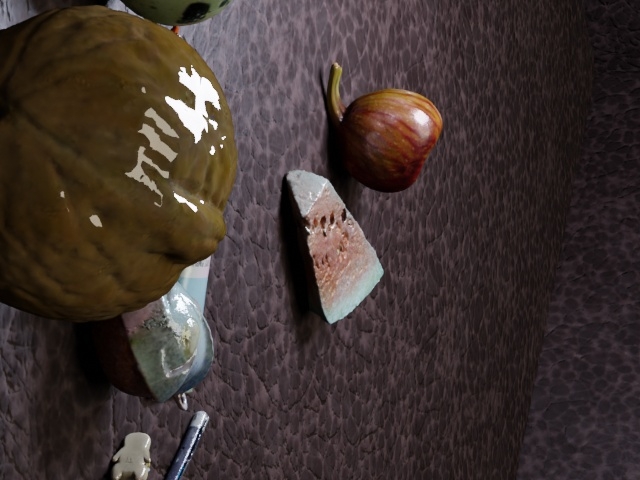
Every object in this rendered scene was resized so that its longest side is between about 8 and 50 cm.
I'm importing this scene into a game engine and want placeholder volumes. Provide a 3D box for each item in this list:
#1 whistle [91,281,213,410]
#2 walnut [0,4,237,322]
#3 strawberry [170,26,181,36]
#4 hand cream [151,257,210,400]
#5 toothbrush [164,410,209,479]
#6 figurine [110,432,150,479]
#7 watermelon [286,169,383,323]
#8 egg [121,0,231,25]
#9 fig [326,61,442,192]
[{"bbox_3d":[-0.219,0.057,1.708,0.142,0.133,0.346,-58,133,-47],"label":"whistle"},{"bbox_3d":[-0.225,-0.071,1.458,0.333,0.332,0.333,0,90,-68],"label":"walnut"},{"bbox_3d":[-0.176,-0.155,1.813,0.236,0.106,0.175,69,-2,-75],"label":"strawberry"},{"bbox_3d":[-0.174,0.043,1.905,0.111,0.070,0.312,2,96,-70],"label":"hand cream"},{"bbox_3d":[-0.194,0.320,1.884,0.288,0.024,0.026,-66,149,-46],"label":"toothbrush"},{"bbox_3d":[-0.223,0.272,1.796,0.083,0.047,0.051,-73,169,-51],"label":"figurine"},{"bbox_3d":[0.000,0.000,2.309,0.154,0.094,0.241,-53,138,-41],"label":"watermelon"},{"bbox_3d":[-0.170,-0.358,1.739,0.177,0.177,0.228,28,49,-66],"label":"egg"},{"bbox_3d":[0.082,-0.177,2.442,0.175,0.207,0.175,-159,-90,-81],"label":"fig"}]
